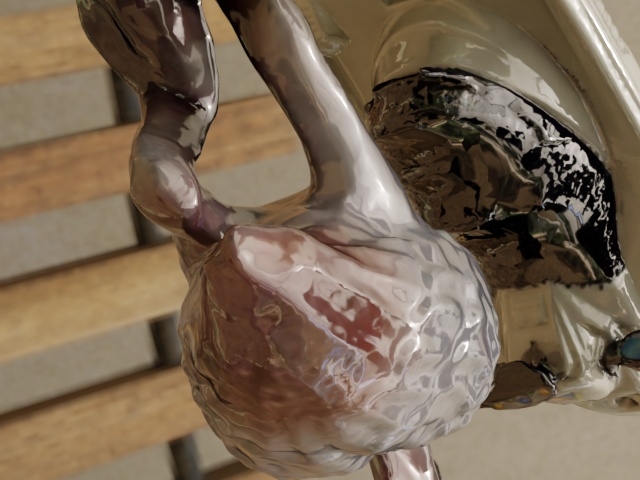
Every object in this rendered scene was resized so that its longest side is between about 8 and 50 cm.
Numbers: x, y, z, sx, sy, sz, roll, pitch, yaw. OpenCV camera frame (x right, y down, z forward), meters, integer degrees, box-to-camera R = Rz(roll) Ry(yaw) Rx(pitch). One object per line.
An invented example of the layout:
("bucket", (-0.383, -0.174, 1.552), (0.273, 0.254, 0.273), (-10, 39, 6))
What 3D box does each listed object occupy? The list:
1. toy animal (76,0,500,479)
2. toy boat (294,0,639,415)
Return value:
("toy animal", (0.007, 0.023, 0.548), (0.195, 0.090, 0.324), (-98, 166, -53))
("toy boat", (0.093, -0.011, 0.792), (0.140, 0.141, 0.269), (-3, -61, 50))
